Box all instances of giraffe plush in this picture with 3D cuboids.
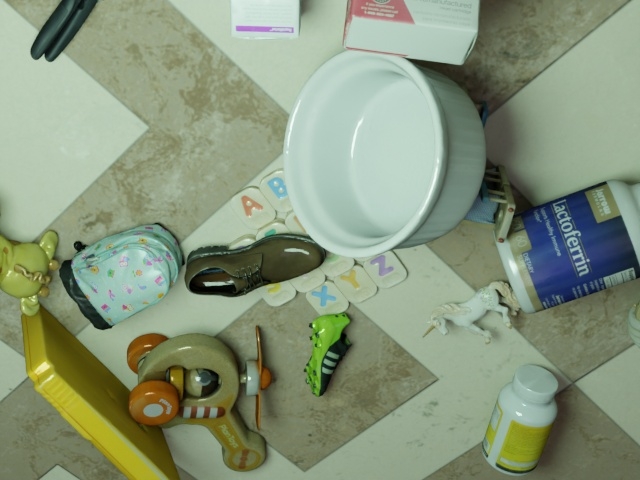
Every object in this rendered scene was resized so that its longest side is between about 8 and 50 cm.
[{"bbox_3d":[-0.501,0.027,1.458,0.170,0.210,0.181,18,114,-48],"label":"giraffe plush"}]

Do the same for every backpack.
[{"bbox_3d":[-0.304,0.056,1.481,0.182,0.115,0.152,-27,115,14],"label":"backpack"}]

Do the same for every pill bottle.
[{"bbox_3d":[0.405,-0.001,1.398,0.264,0.153,0.153,-21,119,13],"label":"pill bottle"},{"bbox_3d":[0.349,0.309,1.621,0.103,0.103,0.184,9,122,-3],"label":"pill bottle"}]

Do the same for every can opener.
[{"bbox_3d":[-0.343,-0.319,1.293,0.059,0.073,0.186,0,136,-46],"label":"can opener"}]

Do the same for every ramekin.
[{"bbox_3d":[0.090,-0.116,1.273,0.135,0.277,0.277,-1,133,-46],"label":"ramekin"}]

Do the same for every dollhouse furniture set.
[{"bbox_3d":[0.219,-0.113,1.348,0.129,0.129,0.184,9,122,-4],"label":"dollhouse furniture set"}]

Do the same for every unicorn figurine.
[{"bbox_3d":[0.252,0.123,1.542,0.111,0.060,0.162,40,99,-20],"label":"unicorn figurine"}]

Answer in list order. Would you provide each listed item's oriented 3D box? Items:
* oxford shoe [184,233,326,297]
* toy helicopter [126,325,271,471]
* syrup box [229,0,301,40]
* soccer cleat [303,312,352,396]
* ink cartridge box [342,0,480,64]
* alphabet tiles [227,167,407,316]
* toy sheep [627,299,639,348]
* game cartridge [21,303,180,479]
[{"bbox_3d":[-0.102,0.051,1.458,0.227,0.096,0.083,-12,119,8],"label":"oxford shoe"},{"bbox_3d":[-0.170,0.284,1.633,0.234,0.140,0.355,-22,130,5],"label":"toy helicopter"},{"bbox_3d":[-0.071,-0.387,1.210,0.096,0.093,0.237,2,122,0],"label":"syrup box"},{"bbox_3d":[0.015,0.197,1.592,0.072,0.060,0.179,-11,132,-22],"label":"soccer cleat"},{"bbox_3d":[0.118,-0.343,1.158,0.158,0.218,0.092,7,163,-3],"label":"ink cartridge box"},{"bbox_3d":[0.000,0.000,1.490,0.284,0.021,0.278,-28,117,18],"label":"alphabet tiles"},{"bbox_3d":[0.543,0.139,1.522,0.091,0.091,0.132,-22,124,15],"label":"toy sheep"},{"bbox_3d":[-0.359,0.266,1.520,0.052,0.285,0.324,-42,114,-4],"label":"game cartridge"}]
